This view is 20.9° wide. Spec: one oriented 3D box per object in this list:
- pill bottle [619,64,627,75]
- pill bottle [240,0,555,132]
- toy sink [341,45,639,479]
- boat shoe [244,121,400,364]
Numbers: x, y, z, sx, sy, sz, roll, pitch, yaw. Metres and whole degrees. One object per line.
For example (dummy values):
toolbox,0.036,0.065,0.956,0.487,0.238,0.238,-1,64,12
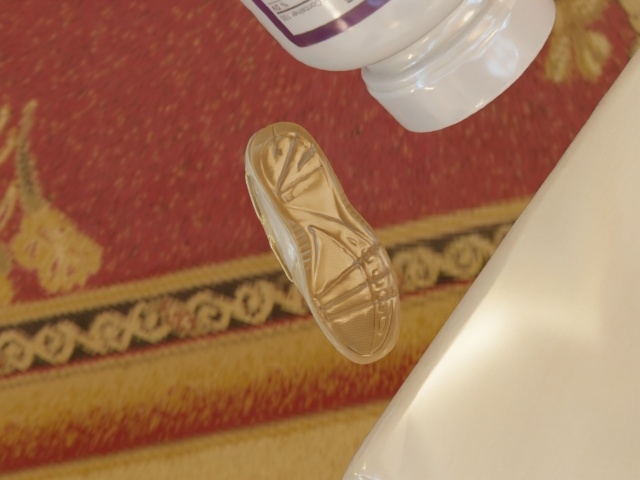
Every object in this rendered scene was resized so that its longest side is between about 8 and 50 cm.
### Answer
pill bottle,0.257,-0.067,1.165,0.078,0.078,0.137,-37,130,13
pill bottle,0.003,-0.209,1.029,0.169,0.169,0.301,-38,115,13
toy sink,0.135,0.024,0.448,0.153,0.131,0.234,31,73,16
boat shoe,0.000,0.000,1.136,0.063,0.059,0.170,-26,99,-13
